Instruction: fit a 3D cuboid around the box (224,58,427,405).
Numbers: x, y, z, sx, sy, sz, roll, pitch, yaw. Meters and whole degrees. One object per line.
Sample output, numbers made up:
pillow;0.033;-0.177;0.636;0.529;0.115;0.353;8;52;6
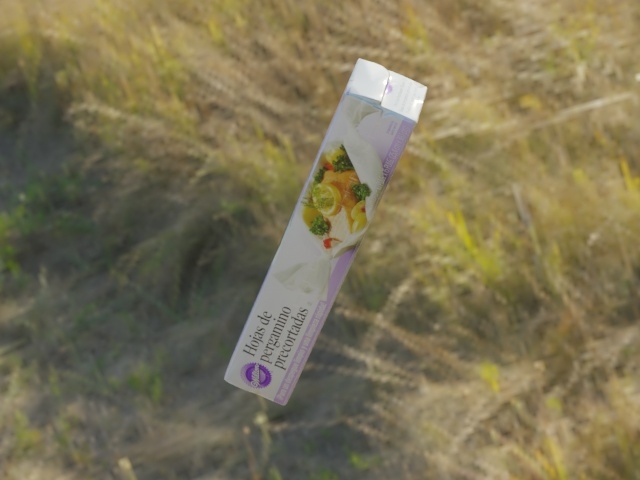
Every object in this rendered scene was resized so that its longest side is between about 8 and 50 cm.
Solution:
box;0.000;0.000;1.279;0.063;0.324;0.067;23;36;-1
